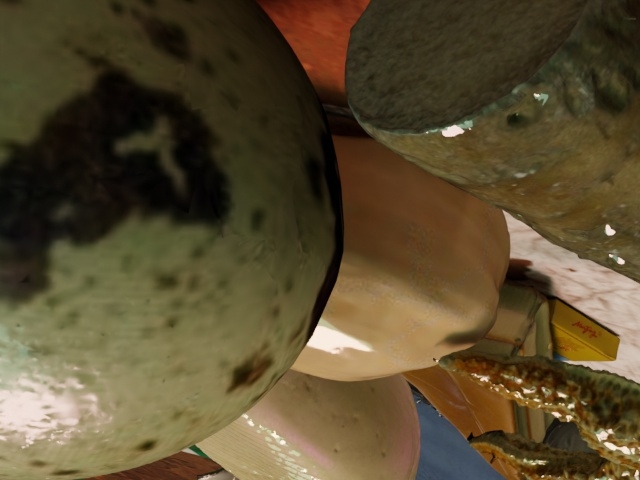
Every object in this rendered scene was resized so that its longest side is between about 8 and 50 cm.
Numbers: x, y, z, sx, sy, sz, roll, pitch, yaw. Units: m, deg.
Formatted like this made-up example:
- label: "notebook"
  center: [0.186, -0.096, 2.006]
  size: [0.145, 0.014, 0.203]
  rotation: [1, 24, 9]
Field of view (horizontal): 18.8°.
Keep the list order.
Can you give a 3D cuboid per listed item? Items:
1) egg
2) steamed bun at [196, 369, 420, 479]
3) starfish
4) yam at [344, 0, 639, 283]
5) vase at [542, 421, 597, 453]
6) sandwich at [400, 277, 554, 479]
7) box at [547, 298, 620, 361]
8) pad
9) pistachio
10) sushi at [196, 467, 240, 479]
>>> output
- label: "egg"
  center: [-0.172, -0.041, 0.916]
  size: [0.379, 0.287, 0.287]
  rotation: [27, 162, -2]
- label: "steamed bun"
  center: [-0.021, 0.117, 1.545]
  size: [0.170, 0.152, 0.238]
  rotation: [7, 147, 44]
- label: "starfish"
  center: [0.237, 0.103, 1.131]
  size: [0.347, 0.078, 0.358]
  rotation: [4, 161, 0]
- label: "yam"
  center: [0.148, -0.049, 0.911]
  size: [0.133, 0.133, 0.330]
  rotation: [-1, 162, 41]
- label: "vase"
  center: [0.192, 0.217, 1.771]
  size: [0.096, 0.096, 0.219]
  rotation: [19, 160, -16]
- label: "sandwich"
  center: [0.105, 0.094, 1.399]
  size: [0.113, 0.079, 0.163]
  rotation: [18, 150, 23]
- label: "box"
  center: [0.138, 0.068, 1.454]
  size: [0.155, 0.023, 0.087]
  rotation: [-3, 153, 44]
- label: "pad"
  center: [0.129, 0.230, 1.757]
  size: [0.270, 0.012, 0.269]
  rotation: [29, 152, 16]
- label: "pistachio"
  center: [0.000, 0.000, 1.154]
  size: [0.230, 0.157, 0.157]
  rotation: [20, 162, -11]
- label: "sushi"
  center: [0.008, 0.261, 2.034]
  size: [0.273, 0.134, 0.109]
  rotation: [7, -170, 0]
